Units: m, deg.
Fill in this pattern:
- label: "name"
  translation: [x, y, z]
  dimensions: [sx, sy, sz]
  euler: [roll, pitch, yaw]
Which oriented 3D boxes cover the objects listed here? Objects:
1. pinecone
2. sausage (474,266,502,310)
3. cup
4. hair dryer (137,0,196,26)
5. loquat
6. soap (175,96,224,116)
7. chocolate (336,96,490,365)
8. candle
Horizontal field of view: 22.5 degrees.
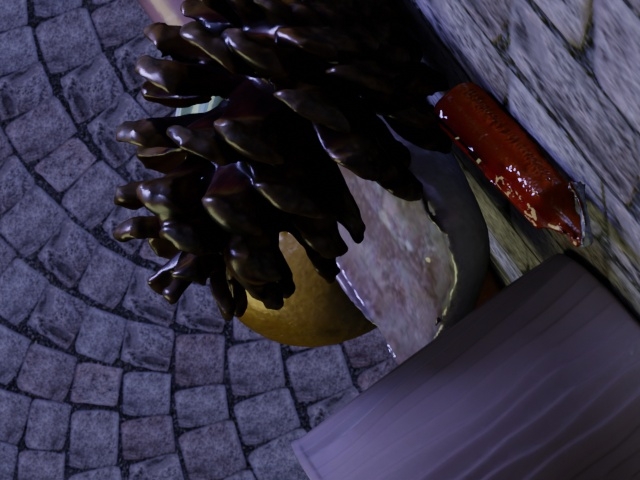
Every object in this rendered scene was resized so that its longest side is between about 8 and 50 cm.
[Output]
- label: "pinecone"
  translation: [-0.031, -0.083, 1.195]
  dimensions: [0.244, 0.309, 0.244]
  euler: [30, -165, -9]
- label: "sausage"
  translation: [0.143, 0.052, 1.728]
  dimensions: [0.097, 0.094, 0.348]
  euler: [22, 154, 44]
- label: "cup"
  translation: [0.141, 0.172, 1.260]
  dimensions: [0.208, 0.273, 0.288]
  euler: [53, 178, 17]
- label: "hair dryer"
  translation: [-0.125, -0.289, 2.120]
  dimensions: [0.210, 0.125, 0.352]
  euler: [53, -172, -12]
- label: "loquat"
  translation: [0.000, 0.000, 1.971]
  dimensions: [0.275, 0.275, 0.275]
  euler: [53, 178, 3]
- label: "soap"
  translation: [-0.082, -0.170, 1.680]
  dimensions: [0.066, 0.119, 0.198]
  euler: [47, 141, 25]
- label: "chocolate"
  translation: [0.057, -0.048, 1.378]
  dimensions: [0.303, 0.100, 0.185]
  euler: [61, 148, 31]
- label: "candle"
  translation: [0.134, -0.051, 1.063]
  dimensions: [0.053, 0.048, 0.162]
  euler: [6, -145, -43]
